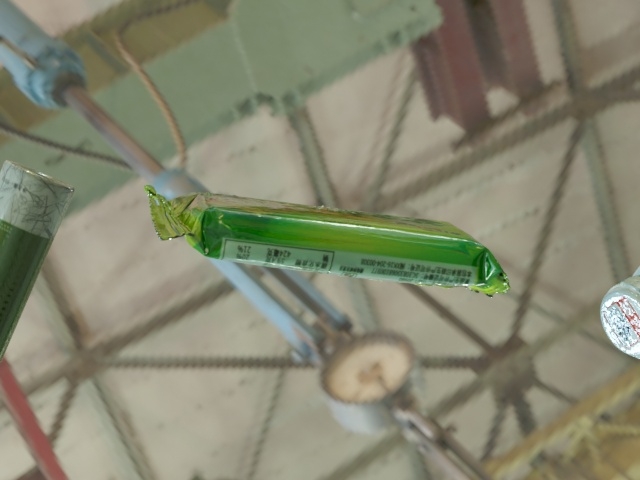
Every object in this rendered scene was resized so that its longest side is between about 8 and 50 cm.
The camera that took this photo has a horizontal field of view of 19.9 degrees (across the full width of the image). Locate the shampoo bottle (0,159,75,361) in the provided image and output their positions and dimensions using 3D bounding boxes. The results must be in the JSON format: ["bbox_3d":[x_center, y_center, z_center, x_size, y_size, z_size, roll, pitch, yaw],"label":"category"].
[{"bbox_3d":[-0.266,0.039,1.465,0.065,0.065,0.205,22,-88,-38],"label":"shampoo bottle"}]

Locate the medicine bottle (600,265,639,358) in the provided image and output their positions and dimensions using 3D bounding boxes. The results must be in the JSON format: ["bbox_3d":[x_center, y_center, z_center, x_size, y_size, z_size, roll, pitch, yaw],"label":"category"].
[{"bbox_3d":[0.342,0.031,1.592,0.229,0.083,0.121,-26,-15,-34],"label":"medicine bottle"}]

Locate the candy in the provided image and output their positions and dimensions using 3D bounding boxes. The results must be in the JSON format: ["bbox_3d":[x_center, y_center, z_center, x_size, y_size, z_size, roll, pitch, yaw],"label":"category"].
[{"bbox_3d":[0.000,-0.001,0.931,0.178,0.102,0.032,8,-84,-13],"label":"candy"}]
